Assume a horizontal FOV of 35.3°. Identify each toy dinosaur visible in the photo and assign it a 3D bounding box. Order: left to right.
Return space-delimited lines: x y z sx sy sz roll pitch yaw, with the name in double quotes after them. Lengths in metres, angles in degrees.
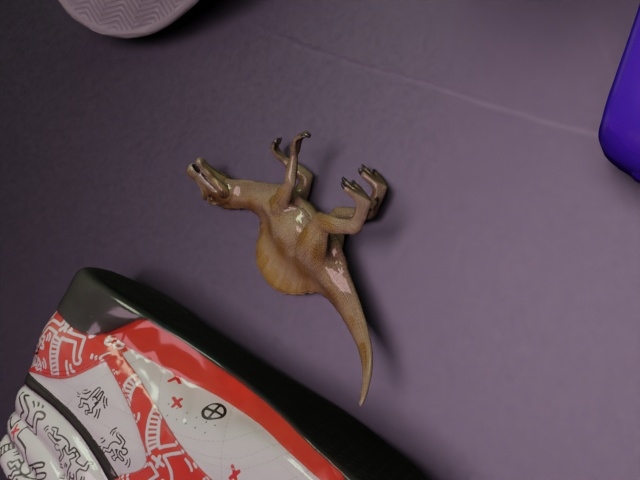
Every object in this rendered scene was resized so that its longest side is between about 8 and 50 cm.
0.000 0.000 0.584 0.183 0.053 0.092 48 116 24 "toy dinosaur"

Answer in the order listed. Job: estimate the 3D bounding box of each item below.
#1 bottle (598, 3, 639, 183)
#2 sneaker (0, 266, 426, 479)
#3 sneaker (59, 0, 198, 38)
0.280 -0.049 0.461 0.283 0.092 0.118 18 92 19 "bottle"
-0.066 0.140 0.566 0.270 0.090 0.145 31 96 22 "sneaker"
-0.067 -0.270 0.603 0.108 0.169 0.292 25 128 -14 "sneaker"
